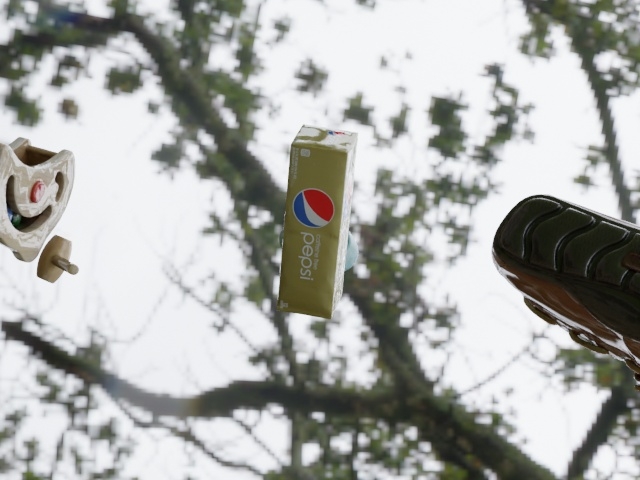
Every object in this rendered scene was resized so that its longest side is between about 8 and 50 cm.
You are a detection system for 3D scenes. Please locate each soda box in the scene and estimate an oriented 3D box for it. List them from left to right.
[{"bbox_3d":[-0.003,-0.017,1.468,0.061,0.058,0.181,-64,160,-64],"label":"soda box"}]

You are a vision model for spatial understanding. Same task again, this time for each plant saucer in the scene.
[{"bbox_3d":[0.000,0.000,2.185,0.021,0.119,0.119,108,-32,-41],"label":"plant saucer"}]

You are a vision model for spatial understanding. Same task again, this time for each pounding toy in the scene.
[{"bbox_3d":[-0.343,-0.052,1.826,0.155,0.269,0.154,16,-104,16],"label":"pounding toy"}]

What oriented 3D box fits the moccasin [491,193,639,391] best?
[{"bbox_3d":[0.331,0.083,1.410,0.380,0.147,0.139,20,-114,34],"label":"moccasin"}]
